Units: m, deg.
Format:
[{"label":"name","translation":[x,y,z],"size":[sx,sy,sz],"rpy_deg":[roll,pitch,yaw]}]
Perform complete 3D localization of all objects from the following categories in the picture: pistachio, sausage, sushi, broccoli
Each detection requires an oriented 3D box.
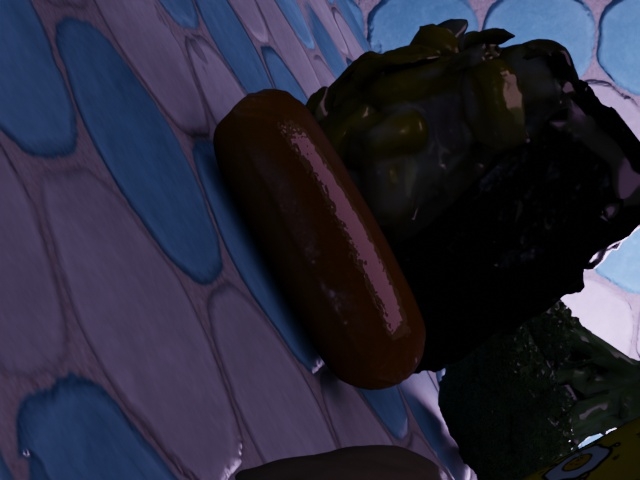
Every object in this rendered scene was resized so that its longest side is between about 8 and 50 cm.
[{"label":"pistachio","translation":[0.013,0.175,0.909],"size":[0.226,0.136,0.136],"rpy_deg":[20,43,-65]},{"label":"sausage","translation":[0.000,0.000,1.358],"size":[0.274,0.105,0.105],"rpy_deg":[62,10,-1]},{"label":"sushi","translation":[0.120,-0.066,1.539],"size":[0.285,0.328,0.329],"rpy_deg":[50,13,-6]},{"label":"broccoli","translation":[0.266,0.176,1.790],"size":[0.270,0.270,0.270],"rpy_deg":[-1,90,-82]}]

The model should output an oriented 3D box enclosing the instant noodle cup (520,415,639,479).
[{"label":"instant noodle cup","translation":[0.220,0.280,1.119],"size":[0.325,0.254,0.325],"rpy_deg":[54,2,-3]}]
